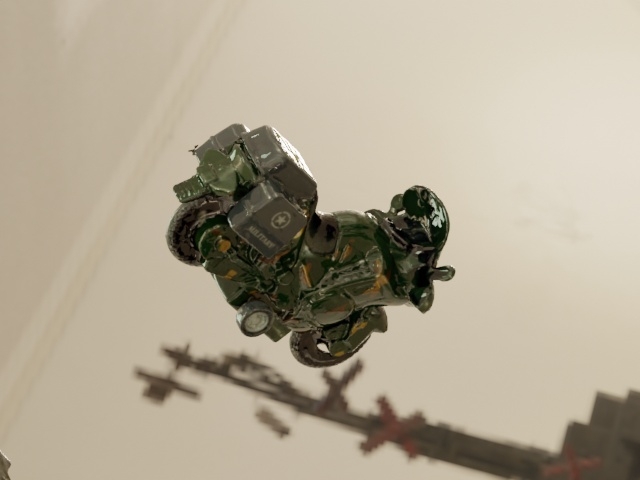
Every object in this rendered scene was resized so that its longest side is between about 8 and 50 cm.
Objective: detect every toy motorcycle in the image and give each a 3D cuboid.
[{"bbox_3d":[0.000,0.000,1.300,0.187,0.124,0.275,-40,-44,9],"label":"toy motorcycle"}]

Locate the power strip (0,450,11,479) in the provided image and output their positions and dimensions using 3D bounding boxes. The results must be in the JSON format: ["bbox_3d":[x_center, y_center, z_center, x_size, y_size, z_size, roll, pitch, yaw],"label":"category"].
[{"bbox_3d":[-0.308,0.129,1.197,0.268,0.034,0.092,54,-161,-19],"label":"power strip"}]
